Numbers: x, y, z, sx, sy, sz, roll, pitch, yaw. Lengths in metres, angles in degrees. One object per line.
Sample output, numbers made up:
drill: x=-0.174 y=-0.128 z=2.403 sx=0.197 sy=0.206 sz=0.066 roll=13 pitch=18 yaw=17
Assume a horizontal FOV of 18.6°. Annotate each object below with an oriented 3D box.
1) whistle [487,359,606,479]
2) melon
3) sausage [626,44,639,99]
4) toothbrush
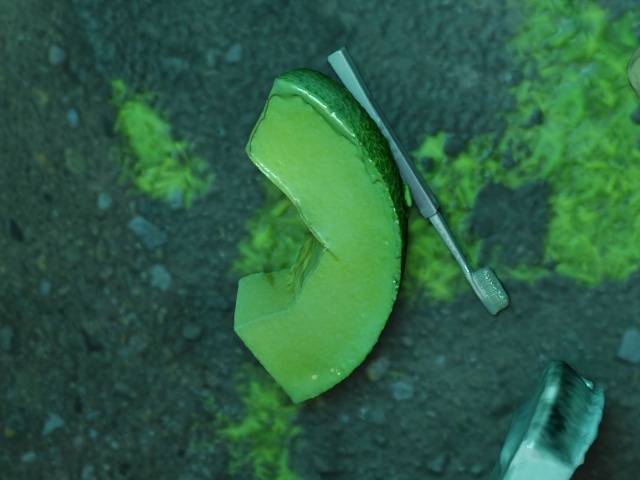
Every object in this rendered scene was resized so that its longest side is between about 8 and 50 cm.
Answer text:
whistle: x=0.033 y=0.242 z=1.228 sx=0.404 sy=0.168 sz=0.188 roll=-29 pitch=98 yaw=20
melon: x=0.000 y=0.000 z=1.210 sx=0.118 sy=0.064 sz=0.210 roll=23 pitch=119 yaw=6
sausage: x=0.294 y=-0.177 z=1.095 sx=0.301 sy=0.066 sz=0.066 roll=-41 pitch=95 yaw=19
toothbrush: x=0.061 y=-0.036 z=1.216 sx=0.017 sy=0.014 sz=0.194 roll=-31 pitch=98 yaw=21
